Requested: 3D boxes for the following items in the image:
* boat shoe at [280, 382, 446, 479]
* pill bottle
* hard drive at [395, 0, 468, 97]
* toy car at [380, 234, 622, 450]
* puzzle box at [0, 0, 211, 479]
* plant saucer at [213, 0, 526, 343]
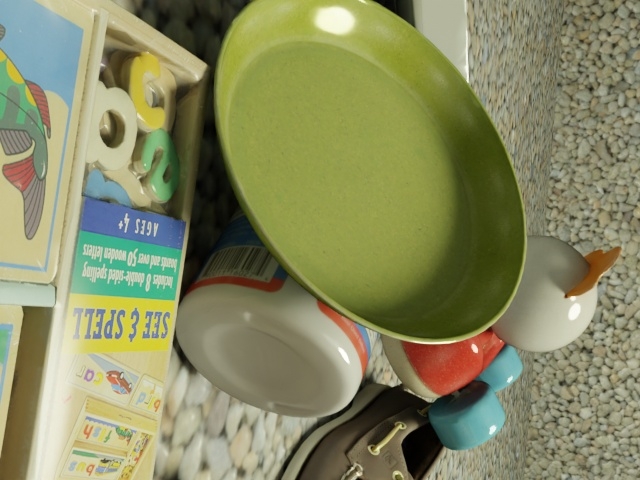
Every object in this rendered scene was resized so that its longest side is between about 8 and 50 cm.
[{"bbox_3d":[0.049,0.231,0.753,0.324,0.097,0.116,-26,119,-64],"label":"boat shoe"},{"bbox_3d":[0.000,0.000,0.544,0.124,0.124,0.221,74,31,-42],"label":"pill bottle"},{"bbox_3d":[0.096,-0.184,0.702,0.307,0.040,0.203,-88,171,-58],"label":"hard drive"},{"bbox_3d":[0.193,0.054,0.783,0.219,0.238,0.210,62,30,-7],"label":"toy car"},{"bbox_3d":[-0.170,0.013,0.230,0.409,0.052,0.271,16,81,-67],"label":"puzzle box"},{"bbox_3d":[0.032,-0.047,0.482,0.241,0.037,0.240,18,57,-31],"label":"plant saucer"}]
